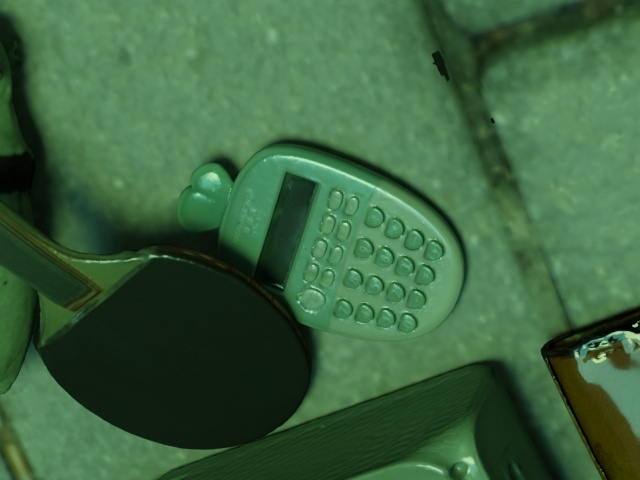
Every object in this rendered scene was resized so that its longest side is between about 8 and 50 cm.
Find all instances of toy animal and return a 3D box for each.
[{"bbox_3d":[-0.207,-0.015,1.029,0.121,0.094,0.225,5,104,4],"label":"toy animal"}]

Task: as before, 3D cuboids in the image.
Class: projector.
[{"bbox_3d":[0.021,0.203,1.036,0.250,0.108,0.198,-22,105,25],"label":"projector"}]

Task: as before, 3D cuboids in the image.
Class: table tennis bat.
[{"bbox_3d":[-0.100,0.040,1.011,0.220,0.019,0.130,37,123,-27],"label":"table tennis bat"}]

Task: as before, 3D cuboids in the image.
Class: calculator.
[{"bbox_3d":[0.000,0.000,1.005,0.153,0.021,0.095,22,117,8],"label":"calculator"}]

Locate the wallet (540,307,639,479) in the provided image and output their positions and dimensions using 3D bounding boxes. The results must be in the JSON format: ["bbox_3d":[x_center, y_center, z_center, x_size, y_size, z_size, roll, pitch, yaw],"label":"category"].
[{"bbox_3d":[0.228,0.091,0.959,0.195,0.042,0.161,-21,100,27],"label":"wallet"}]
